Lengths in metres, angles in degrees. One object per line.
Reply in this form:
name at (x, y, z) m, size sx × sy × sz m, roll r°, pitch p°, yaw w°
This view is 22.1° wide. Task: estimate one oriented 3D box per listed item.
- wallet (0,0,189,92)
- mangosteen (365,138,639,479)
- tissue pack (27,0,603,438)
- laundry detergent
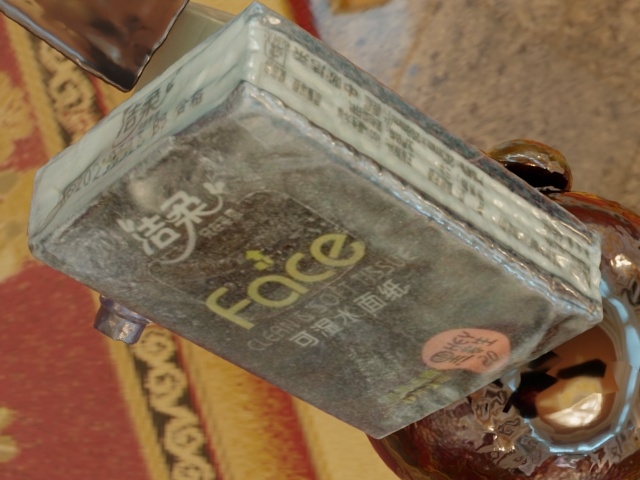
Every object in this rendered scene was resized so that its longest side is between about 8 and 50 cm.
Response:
wallet at (-0.149, -0.302, 1.153) m, size 0.247 × 0.041 × 0.323 m, roll 35°, pitch 80°, yaw -20°
mangosteen at (0.158, 0.064, 1.361) m, size 0.307 × 0.307 × 0.347 m, roll -10°, pitch 71°, yaw -22°
tissue pack at (0.000, 0.000, 1.076) m, size 0.316 × 0.228 × 0.103 m, roll 31°, pitch 43°, yaw -29°
laundry detergent at (-0.108, -0.048, 1.349) m, size 0.105 × 0.215 × 0.280 m, roll 23°, pitch 99°, yaw 14°
